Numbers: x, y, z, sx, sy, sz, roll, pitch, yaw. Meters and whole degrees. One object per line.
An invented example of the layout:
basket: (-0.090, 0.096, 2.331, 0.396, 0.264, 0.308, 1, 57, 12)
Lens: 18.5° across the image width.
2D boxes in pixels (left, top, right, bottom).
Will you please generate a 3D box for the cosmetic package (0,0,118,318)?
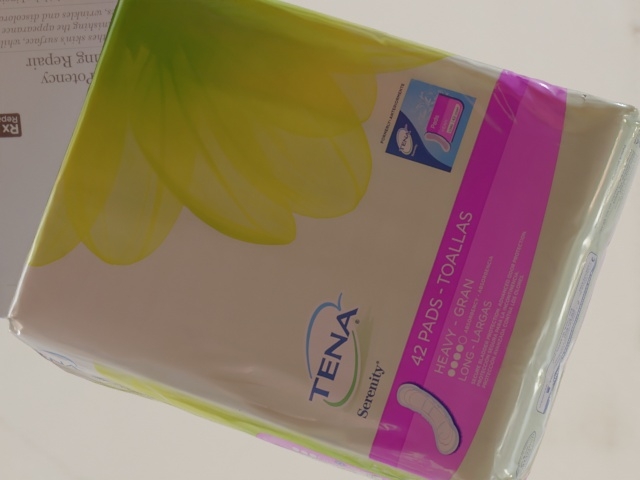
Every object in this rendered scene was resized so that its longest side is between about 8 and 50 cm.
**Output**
cosmetic package: (-0.155, -0.071, 1.247, 0.117, 0.085, 0.231, -4, -79, 5)

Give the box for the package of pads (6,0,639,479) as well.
package of pads: (0.000, 0.000, 1.061, 0.296, 0.101, 0.229, 19, -94, 14)
